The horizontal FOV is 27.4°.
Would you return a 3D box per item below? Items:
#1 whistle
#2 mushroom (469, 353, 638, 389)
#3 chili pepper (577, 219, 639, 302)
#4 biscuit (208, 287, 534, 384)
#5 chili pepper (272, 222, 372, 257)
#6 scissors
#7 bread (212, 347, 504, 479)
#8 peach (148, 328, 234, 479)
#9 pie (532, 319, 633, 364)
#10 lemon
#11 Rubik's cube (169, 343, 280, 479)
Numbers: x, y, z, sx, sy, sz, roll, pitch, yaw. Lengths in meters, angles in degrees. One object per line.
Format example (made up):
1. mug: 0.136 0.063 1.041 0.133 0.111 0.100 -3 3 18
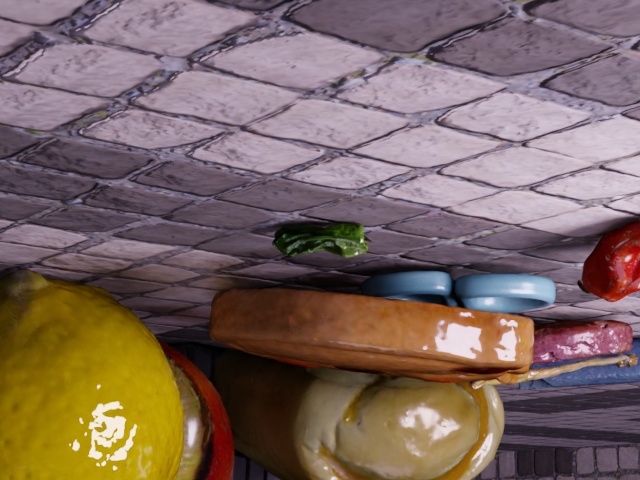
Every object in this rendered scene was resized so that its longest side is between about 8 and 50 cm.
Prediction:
1. whistle: 0.400 0.162 1.746 0.304 0.062 0.062 -8 165 34
2. mushroom: 0.294 0.159 1.617 0.286 0.028 0.026 -3 -144 -37
3. chili pepper: 0.264 0.018 1.123 0.059 0.050 0.191 18 158 -4
4. biscuit: 0.049 0.104 1.375 0.349 0.078 0.455 9 174 11
5. chili pepper: -0.001 0.000 1.101 0.091 0.030 0.034 -2 -168 22
6. scissors: 0.166 0.081 1.460 0.192 0.029 0.447 -1 169 11
7. bread: 0.061 0.245 1.667 0.300 0.210 0.341 2 -177 -38
8. peach: -0.291 0.259 1.610 0.353 0.339 0.416 -11 176 -39
9. pie: 0.282 0.122 1.567 0.182 0.050 0.182 -7 175 -1
10. lemon: -0.291 0.204 1.322 0.336 0.336 0.336 0 167 0
11. Rubik's cube: -0.207 0.291 1.903 0.237 0.237 0.238 -11 157 31
